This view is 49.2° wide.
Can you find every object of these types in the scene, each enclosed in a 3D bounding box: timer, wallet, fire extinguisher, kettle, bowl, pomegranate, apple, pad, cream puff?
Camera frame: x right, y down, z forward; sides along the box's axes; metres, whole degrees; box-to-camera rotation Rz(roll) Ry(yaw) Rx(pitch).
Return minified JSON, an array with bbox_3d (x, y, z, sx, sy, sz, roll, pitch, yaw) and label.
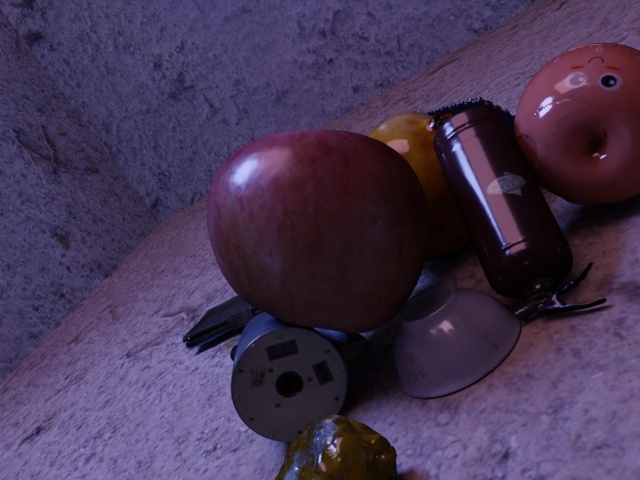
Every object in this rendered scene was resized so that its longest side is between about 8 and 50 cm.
[{"bbox_3d":[0.401,-0.169,1.019,0.230,0.229,0.215,-23,20,35],"label":"timer"},{"bbox_3d":[-0.148,0.140,1.543,0.317,0.044,0.169,-26,14,21],"label":"wallet"},{"bbox_3d":[0.261,-0.033,0.949,0.135,0.114,0.337,-40,48,33],"label":"fire extinguisher"},{"bbox_3d":[-0.033,0.174,1.058,0.211,0.160,0.243,-16,8,-6],"label":"kettle"},{"bbox_3d":[0.162,0.112,0.928,0.189,0.086,0.189,-30,16,10],"label":"bowl"},{"bbox_3d":[0.174,-0.101,1.211,0.264,0.264,0.264,-31,16,10],"label":"pomegranate"},{"bbox_3d":[0.000,0.000,0.986,0.345,0.269,0.345,-6,-7,-1],"label":"apple"},{"bbox_3d":[0.297,-0.185,1.290,0.270,0.269,0.012,-2,71,59],"label":"pad"},{"bbox_3d":[0.021,0.262,0.743,0.146,0.116,0.146,-54,21,32],"label":"cream puff"}]

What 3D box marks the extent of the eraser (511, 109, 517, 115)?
[{"bbox_3d":[0.489,-0.246,1.340,0.124,0.081,0.279,-40,17,-21],"label":"eraser"}]
